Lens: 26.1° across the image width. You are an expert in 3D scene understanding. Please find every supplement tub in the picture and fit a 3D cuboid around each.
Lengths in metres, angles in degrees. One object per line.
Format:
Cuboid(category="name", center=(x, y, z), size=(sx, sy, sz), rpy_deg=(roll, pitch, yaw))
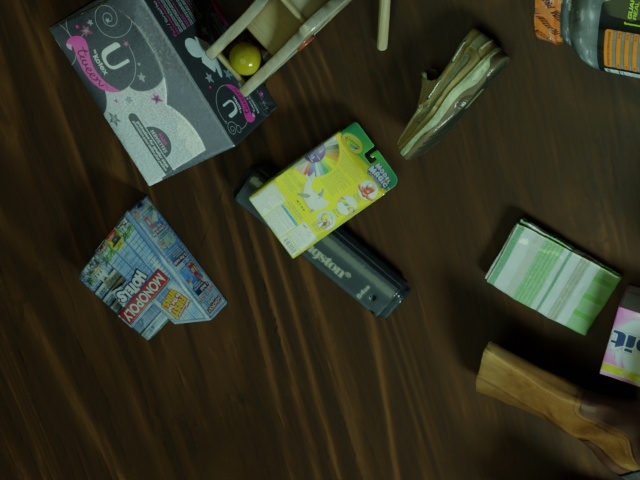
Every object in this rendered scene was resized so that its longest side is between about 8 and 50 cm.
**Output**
Cuboid(category="supplement tub", center=(0.398, -0.258, 1.456), size=(0.316, 0.193, 0.193), rpy_deg=(15, 122, 18))

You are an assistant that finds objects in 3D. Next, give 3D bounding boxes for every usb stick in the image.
Cuboid(category="usb stick", center=(0.000, 0.000, 1.884), size=(0.278, 0.045, 0.077), rpy_deg=(40, 126, 0))

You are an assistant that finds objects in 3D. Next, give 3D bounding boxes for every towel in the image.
Cuboid(category="towel", center=(0.301, 0.046, 1.783), size=(0.152, 0.023, 0.113), rpy_deg=(29, 128, 6))

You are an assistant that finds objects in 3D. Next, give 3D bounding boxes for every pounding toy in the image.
Cuboid(category="pounding toy", center=(-0.007, -0.257, 1.676), size=(0.155, 0.154, 0.269), rpy_deg=(48, 127, -5))

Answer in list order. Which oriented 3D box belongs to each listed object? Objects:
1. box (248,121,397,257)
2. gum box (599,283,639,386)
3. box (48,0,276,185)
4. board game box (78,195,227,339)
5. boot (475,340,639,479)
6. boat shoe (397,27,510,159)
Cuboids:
Cuboid(category="box", center=(0.006, -0.070, 1.817), size=(0.179, 0.043, 0.105), rpy_deg=(-34, 95, 18))
Cuboid(category="gum box", center=(0.459, 0.140, 1.729), size=(0.188, 0.062, 0.107), rpy_deg=(18, 123, 16))
Cuboid(category="box", center=(-0.205, -0.223, 1.799), size=(0.163, 0.142, 0.247), rpy_deg=(-22, 105, 33))
Cuboid(category="board game box", center=(-0.246, 0.067, 2.032), size=(0.194, 0.060, 0.194), rpy_deg=(43, 126, 0))
Cuboid(category="boot", center=(0.340, 0.196, 1.763), size=(0.280, 0.096, 0.264), rpy_deg=(31, 164, 10))
Cuboid(category="boat shoe", center=(0.151, -0.183, 1.705), size=(0.072, 0.068, 0.190), rpy_deg=(48, 117, 10))
